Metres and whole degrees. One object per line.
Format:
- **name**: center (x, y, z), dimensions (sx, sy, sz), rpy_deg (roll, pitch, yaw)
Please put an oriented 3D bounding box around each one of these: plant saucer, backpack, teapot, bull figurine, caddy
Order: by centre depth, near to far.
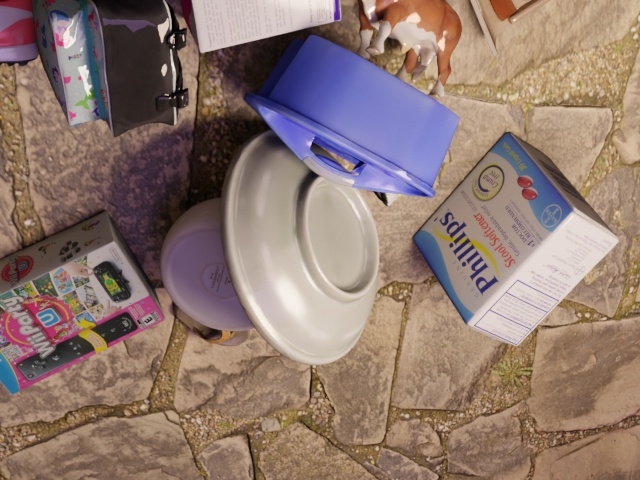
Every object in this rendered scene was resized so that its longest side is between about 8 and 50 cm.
- **backpack**: center (-0.292, -0.285, 1.445), dimensions (0.191, 0.254, 0.225), rpy_deg (-9, 132, -12)
- **bull figurine**: center (0.119, -0.353, 1.644), dimensions (0.310, 0.101, 0.189), rpy_deg (24, 78, -44)
- **caddy**: center (0.047, -0.178, 1.657), dimensions (0.341, 0.241, 0.179), rpy_deg (27, 90, -16)
- **plant saucer**: center (0.000, 0.000, 1.732), dimensions (0.100, 0.401, 0.400), rpy_deg (-15, 143, 33)
- **teapot**: center (-0.146, 0.015, 1.825), dimensions (0.256, 0.187, 0.253), rpy_deg (-24, 114, 26)

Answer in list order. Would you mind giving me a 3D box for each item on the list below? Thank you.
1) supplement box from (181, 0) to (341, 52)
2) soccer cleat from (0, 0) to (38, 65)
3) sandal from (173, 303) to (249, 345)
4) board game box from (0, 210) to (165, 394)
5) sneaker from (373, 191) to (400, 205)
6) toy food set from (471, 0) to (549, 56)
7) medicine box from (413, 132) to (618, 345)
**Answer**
- **supplement box**: center (-0.093, -0.372, 1.557), dimensions (0.220, 0.111, 0.114), rpy_deg (-17, 133, -11)
- **soccer cleat**: center (-0.544, -0.303, 1.429), dimensions (0.318, 0.108, 0.117), rpy_deg (-2, 111, -23)
- **sandal**: center (-0.207, 0.164, 2.011), dimensions (0.072, 0.049, 0.180), rpy_deg (-42, 133, 14)
- **board game box**: center (-0.454, 0.110, 1.820), dimensions (0.303, 0.097, 0.224), rpy_deg (-25, 134, -2)
- **sneaker**: center (0.130, -0.160, 1.875), dimensions (0.094, 0.081, 0.209), rpy_deg (-27, 141, -13)
- **toy food set**: center (0.374, -0.461, 1.709), dimensions (0.306, 0.092, 0.220), rpy_deg (-31, 134, 4)
- **medicine box**: center (0.358, -0.002, 1.977), dimensions (0.149, 0.263, 0.289), rpy_deg (25, 114, -37)
